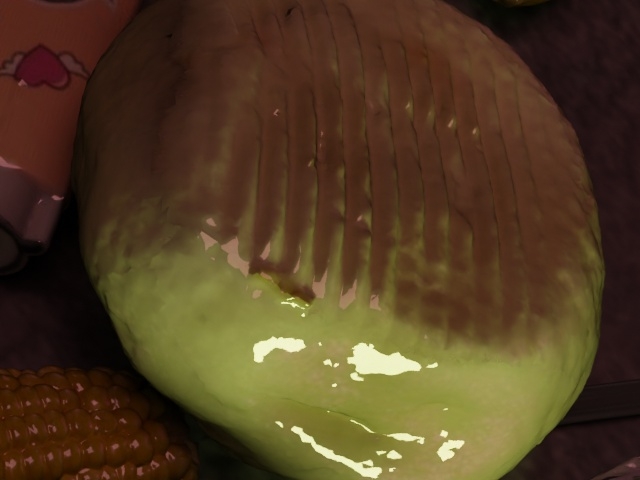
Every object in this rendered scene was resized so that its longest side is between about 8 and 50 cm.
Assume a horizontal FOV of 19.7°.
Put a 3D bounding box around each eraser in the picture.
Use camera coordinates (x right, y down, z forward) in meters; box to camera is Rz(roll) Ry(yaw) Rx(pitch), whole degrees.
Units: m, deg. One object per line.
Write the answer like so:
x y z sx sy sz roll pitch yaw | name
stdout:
-0.215 -0.127 1.202 0.171 0.087 0.290 18 57 -4 | eraser

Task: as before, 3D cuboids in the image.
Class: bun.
0.000 0.000 1.119 0.361 0.213 0.361 19 46 -21 | bun

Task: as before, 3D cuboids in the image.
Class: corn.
-0.231 0.134 1.015 0.347 0.130 0.130 -5 62 -29 | corn

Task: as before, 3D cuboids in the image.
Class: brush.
0.167 0.107 1.210 0.266 0.027 0.062 -6 61 -19 | brush

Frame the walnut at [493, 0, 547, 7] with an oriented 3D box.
0.170 -0.275 1.377 0.137 0.137 0.245 23 61 -2 | walnut

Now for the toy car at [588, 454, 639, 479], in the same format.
0.187 0.167 1.182 0.093 0.025 0.041 -19 66 -25 | toy car
